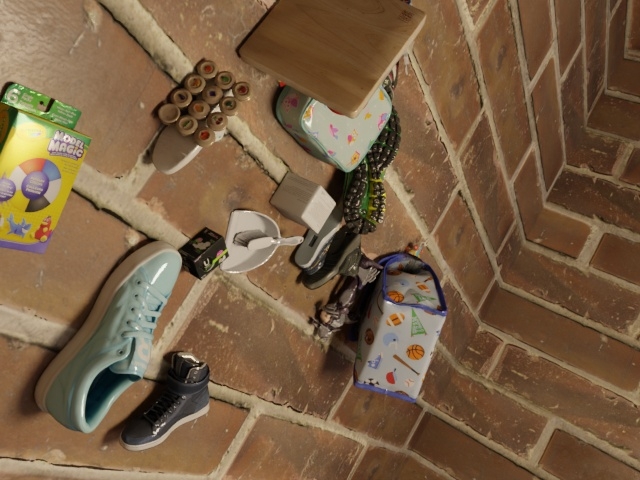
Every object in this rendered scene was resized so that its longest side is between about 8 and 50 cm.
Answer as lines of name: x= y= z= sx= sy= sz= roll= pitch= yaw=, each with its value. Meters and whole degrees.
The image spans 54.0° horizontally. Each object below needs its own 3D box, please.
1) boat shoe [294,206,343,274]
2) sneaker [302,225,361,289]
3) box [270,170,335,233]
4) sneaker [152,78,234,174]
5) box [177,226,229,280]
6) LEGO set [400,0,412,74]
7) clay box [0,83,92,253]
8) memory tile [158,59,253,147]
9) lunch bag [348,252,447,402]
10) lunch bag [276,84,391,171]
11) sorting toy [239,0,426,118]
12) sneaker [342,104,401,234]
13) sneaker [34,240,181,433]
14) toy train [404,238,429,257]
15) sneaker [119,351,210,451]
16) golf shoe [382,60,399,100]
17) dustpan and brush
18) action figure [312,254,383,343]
boat shoe: x=0.000 y=0.000 z=1.617 sx=0.183 sy=0.065 sz=0.083 roll=-55 pitch=157 yaw=-11
sneaker: x=0.041 y=0.076 z=1.703 sx=0.227 sy=0.087 sz=0.130 roll=-49 pitch=140 yaw=-34
box: x=-0.039 y=-0.087 z=1.443 sx=0.087 sy=0.101 sz=0.102 roll=-58 pitch=149 yaw=-9
sneaker: x=-0.214 y=-0.193 z=1.131 sx=0.212 sy=0.080 sz=0.094 roll=-56 pitch=161 yaw=-15
box: x=-0.236 y=0.027 z=1.273 sx=0.083 sy=0.052 sz=0.062 roll=-44 pitch=144 yaw=-29
LEGO set: x=0.198 y=-0.525 z=1.428 sx=0.182 sy=0.060 sz=0.245 roll=30 pitch=54 yaw=-78
clay box: x=-0.419 y=-0.098 z=0.898 sx=0.127 sy=0.053 sz=0.222 roll=17 pitch=98 yaw=-60
memory tile: x=-0.198 y=-0.238 z=1.084 sx=0.148 sy=0.113 sz=0.012 roll=-55 pitch=174 yaw=-18
lunch bag: x=0.232 y=0.245 z=1.952 sx=0.385 sy=0.238 sz=0.328 roll=-72 pitch=179 yaw=-68
lunch bag: x=0.038 y=-0.295 z=1.392 sx=0.224 sy=0.107 sz=0.279 roll=-60 pitch=147 yaw=-3
sorting toy: x=0.025 y=-0.369 z=1.202 sx=0.256 sy=0.257 sz=0.089 roll=-55 pitch=165 yaw=-16
sneaker: x=0.111 y=-0.193 z=1.605 sx=0.146 sy=0.134 sz=0.344 roll=-132 pitch=-127 yaw=-79
sneaker: x=-0.340 y=0.178 z=1.127 sx=0.366 sy=0.150 sz=0.135 roll=-58 pitch=150 yaw=-10
toy train: x=0.322 y=0.067 z=2.174 sx=0.125 sy=0.046 sz=0.166 roll=-31 pitch=140 yaw=-45
sneaker: x=-0.325 y=0.329 z=1.324 sx=0.226 sy=0.086 sz=0.164 roll=-25 pitch=133 yaw=-48
golf shoe: x=0.135 y=-0.455 z=1.469 sx=0.273 sy=0.105 sz=0.120 roll=85 pitch=24 yaw=-47
dustpan and brush: x=-0.121 y=0.000 z=1.421 sx=0.211 sy=0.060 sz=0.147 roll=-11 pitch=121 yaw=-54
action figure: x=0.074 y=0.177 z=1.818 sx=0.285 sy=0.099 sz=0.185 roll=-59 pitch=165 yaw=0
